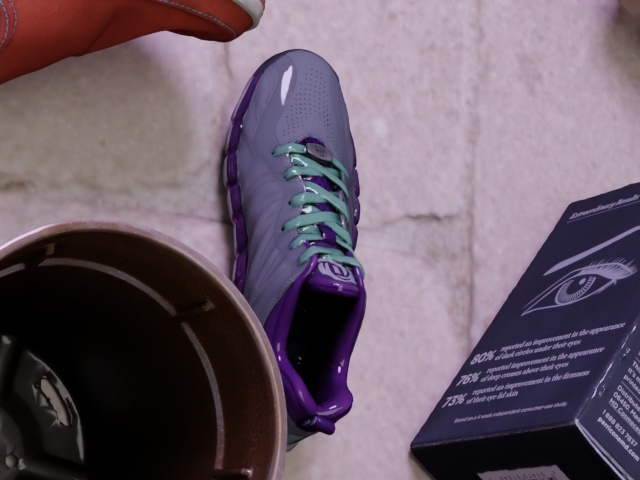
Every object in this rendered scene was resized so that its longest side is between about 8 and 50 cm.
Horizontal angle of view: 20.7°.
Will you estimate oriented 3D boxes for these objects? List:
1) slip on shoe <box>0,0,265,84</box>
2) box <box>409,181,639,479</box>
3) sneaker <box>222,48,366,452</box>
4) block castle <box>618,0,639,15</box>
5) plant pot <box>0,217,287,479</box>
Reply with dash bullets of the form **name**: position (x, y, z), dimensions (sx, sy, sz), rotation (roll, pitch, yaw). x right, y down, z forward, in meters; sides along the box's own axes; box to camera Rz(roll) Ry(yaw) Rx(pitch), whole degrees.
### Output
- **slip on shoe**: position (-0.182, -0.103, 0.822), dimensions (0.331, 0.123, 0.101), rotation (-4, 93, -28)
- **box**: position (0.173, 0.068, 0.972), dimensions (0.108, 0.153, 0.207), rotation (46, 61, -15)
- **sneaker**: position (0.000, 0.000, 0.913), dimensions (0.083, 0.098, 0.223), rotation (12, 74, -29)
- **block castle**: position (0.432, -0.145, 1.089), dimensions (0.453, 0.303, 0.213), rotation (38, 62, -20)
- **plant pot**: position (-0.126, 0.088, 0.778), dimensions (0.167, 0.165, 0.167), rotation (7, 75, -29)
